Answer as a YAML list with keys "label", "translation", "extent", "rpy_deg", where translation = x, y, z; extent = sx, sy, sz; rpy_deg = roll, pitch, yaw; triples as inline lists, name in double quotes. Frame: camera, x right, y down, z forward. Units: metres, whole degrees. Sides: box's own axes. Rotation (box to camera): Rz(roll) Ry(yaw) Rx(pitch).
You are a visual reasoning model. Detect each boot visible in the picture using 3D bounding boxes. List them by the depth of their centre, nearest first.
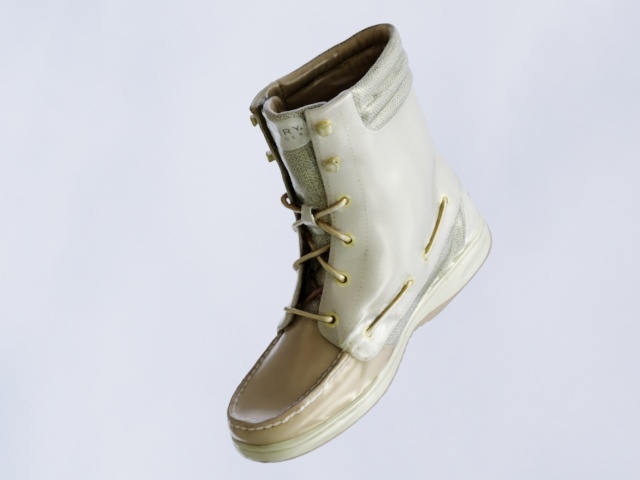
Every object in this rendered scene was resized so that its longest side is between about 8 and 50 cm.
- label: "boot"
  translation: [0.000, 0.000, 0.850]
  extent: [0.077, 0.213, 0.165]
  rpy_deg: [13, -41, 43]
